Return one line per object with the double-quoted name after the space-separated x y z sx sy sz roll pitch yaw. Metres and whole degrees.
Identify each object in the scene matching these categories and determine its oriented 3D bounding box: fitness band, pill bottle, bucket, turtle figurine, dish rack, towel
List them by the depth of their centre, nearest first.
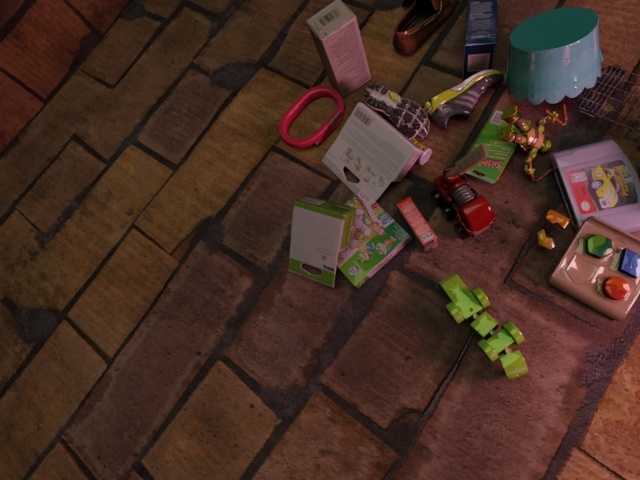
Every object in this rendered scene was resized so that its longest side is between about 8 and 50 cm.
0.961 -0.423 1.288 0.272 0.074 0.208 35 82 21 "dish rack"
0.668 -0.341 1.313 0.218 0.087 0.269 22 91 -22 "turtle figurine"
0.739 -0.592 1.317 0.281 0.183 0.281 -15 46 16 "bucket"
0.909 -0.441 1.350 0.060 0.009 0.083 -32 65 4 "towel"
0.327 -0.321 1.452 0.116 0.065 0.065 40 86 25 "pill bottle"
-0.033 -0.486 1.631 0.209 0.054 0.291 40 85 28 "fitness band"

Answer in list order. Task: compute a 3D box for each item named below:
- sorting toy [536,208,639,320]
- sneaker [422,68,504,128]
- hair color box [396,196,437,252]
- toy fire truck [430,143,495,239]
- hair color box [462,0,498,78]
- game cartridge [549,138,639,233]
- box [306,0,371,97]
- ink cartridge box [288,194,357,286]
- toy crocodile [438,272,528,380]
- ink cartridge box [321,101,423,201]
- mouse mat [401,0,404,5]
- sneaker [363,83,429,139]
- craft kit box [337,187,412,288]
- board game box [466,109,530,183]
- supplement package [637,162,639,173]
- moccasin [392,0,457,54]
0.755 0.050 1.161 0.307 0.041 0.229 32 91 16 "sorting toy"
0.512 -0.492 1.450 0.300 0.111 0.121 -29 88 2 "sneaker"
0.314 -0.050 1.342 0.053 0.093 0.167 -29 66 5 "hair color box"
0.449 -0.151 1.252 0.159 0.246 0.217 -31 65 5 "toy fire truck"
0.576 -0.780 1.483 0.105 0.174 0.346 3 72 17 "hair color box"
0.832 -0.153 1.229 0.196 0.060 0.294 -13 75 8 "game cartridge"
0.077 -0.697 1.527 0.148 0.311 0.121 -33 65 3 "box"
0.000 0.000 1.370 0.189 0.097 0.255 18 115 24 "ink cartridge box"
0.468 0.241 1.195 0.115 0.105 0.340 -37 60 2 "toy crocodile"
0.175 -0.303 1.484 0.296 0.066 0.261 49 119 25 "ink cartridge box"
0.412 -1.030 1.645 0.190 0.152 0.007 -38 94 0 "mouse mat"
0.283 -0.472 1.500 0.279 0.118 0.107 41 105 5 "sneaker"
0.133 -0.010 1.396 0.246 0.061 0.250 -45 65 6 "craft kit box"
0.585 -0.312 1.387 0.124 0.039 0.259 29 78 23 "board game box"
1.039 -0.172 1.136 0.194 0.149 0.203 -8 69 14 "supplement package"
0.411 -0.905 1.592 0.380 0.147 0.139 -45 65 -3 "moccasin"
